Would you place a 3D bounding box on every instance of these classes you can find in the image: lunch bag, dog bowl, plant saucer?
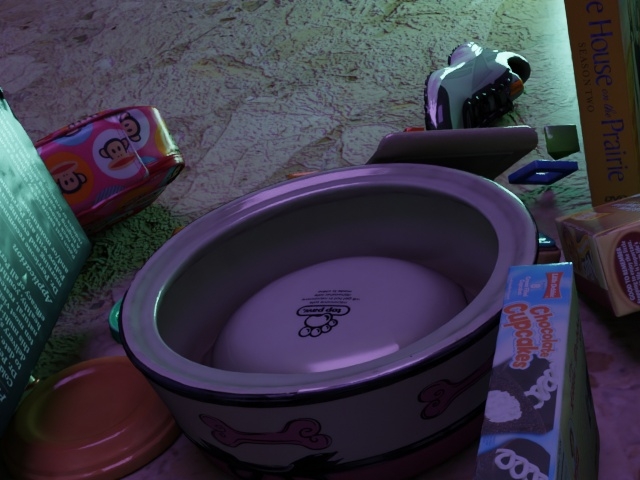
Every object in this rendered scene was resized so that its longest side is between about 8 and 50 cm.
[{"bbox_3d":[-0.333,-0.056,1.636,0.293,0.120,0.258,-28,-1,-24],"label":"lunch bag"},{"bbox_3d":[0.019,0.083,1.253,0.408,0.150,0.408,-10,29,6],"label":"dog bowl"},{"bbox_3d":[-0.234,0.178,1.316,0.200,0.037,0.200,-11,28,6],"label":"plant saucer"}]

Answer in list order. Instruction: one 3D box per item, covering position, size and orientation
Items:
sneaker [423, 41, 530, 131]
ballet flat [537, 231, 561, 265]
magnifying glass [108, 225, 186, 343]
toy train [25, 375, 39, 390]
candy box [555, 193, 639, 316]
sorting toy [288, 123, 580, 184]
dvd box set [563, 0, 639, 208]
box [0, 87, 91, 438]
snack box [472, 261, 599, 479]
[{"bbox_3d":[0.207,-0.193,1.716,0.108,0.100,0.271,6,34,23],"label":"sneaker"},{"bbox_3d":[0.187,0.001,1.402,0.080,0.073,0.232,0,20,-15],"label":"ballet flat"},{"bbox_3d":[-0.190,0.050,1.538,0.092,0.026,0.231,-7,29,14],"label":"magnifying glass"},{"bbox_3d":[-0.357,0.172,1.345,0.166,0.046,0.125,-28,25,17],"label":"toy train"},{"bbox_3d":[0.406,-0.021,1.254,0.316,0.088,0.183,-16,5,1],"label":"candy box"},{"bbox_3d":[0.133,-0.097,1.468,0.347,0.047,0.196,-4,-14,-11],"label":"sorting toy"},{"bbox_3d":[0.327,-0.269,1.458,0.062,0.420,0.308,-4,29,19],"label":"dvd box set"},{"bbox_3d":[-0.545,0.088,1.271,0.479,0.297,0.472,-20,25,17],"label":"box"},{"bbox_3d":[0.169,0.179,0.973,0.060,0.187,0.322,-5,30,17],"label":"snack box"}]
